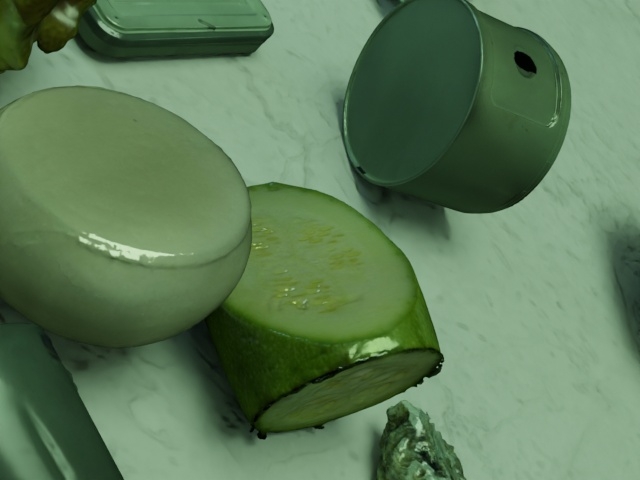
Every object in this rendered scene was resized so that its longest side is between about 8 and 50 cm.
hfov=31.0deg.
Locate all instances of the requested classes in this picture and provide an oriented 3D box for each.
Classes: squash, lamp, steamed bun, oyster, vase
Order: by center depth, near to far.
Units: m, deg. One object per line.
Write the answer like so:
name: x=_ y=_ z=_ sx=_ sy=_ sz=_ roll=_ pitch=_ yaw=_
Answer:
vase: x=-0.168 y=0.201 z=0.739 sx=0.301 sy=0.156 sz=0.251 roll=55 pitch=10 yaw=1
steamed bun: x=-0.174 y=-0.008 z=0.913 sx=0.232 sy=0.145 sz=0.231 roll=19 pitch=36 yaw=-15
squash: x=-0.020 y=0.023 z=1.007 sx=0.189 sy=0.189 sz=0.260 roll=3 pitch=58 yaw=-44
oyster: x=0.111 y=0.237 z=1.044 sx=0.177 sy=0.064 sz=0.125 roll=45 pitch=31 yaw=-6
lamp: x=-0.203 y=-0.313 z=1.258 sx=0.266 sy=0.047 sz=0.269 roll=-16 pitch=67 yaw=-51

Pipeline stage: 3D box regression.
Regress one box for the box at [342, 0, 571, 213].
box: x=0.152 y=-0.153 z=1.315 sx=0.149 sy=0.226 sz=0.226 roll=15 pitch=46 yaw=-36

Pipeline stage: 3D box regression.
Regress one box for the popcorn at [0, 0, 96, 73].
popcorn: x=-0.283 y=-0.274 z=0.966 sx=0.237 sy=0.293 sz=0.293 roll=20 pitch=40 yaw=-6

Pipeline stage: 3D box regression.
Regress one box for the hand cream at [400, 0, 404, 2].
hand cream: x=0.083 y=-0.455 z=1.652 sx=0.147 sy=0.093 sz=0.305 roll=-8 pitch=64 yaw=-55
